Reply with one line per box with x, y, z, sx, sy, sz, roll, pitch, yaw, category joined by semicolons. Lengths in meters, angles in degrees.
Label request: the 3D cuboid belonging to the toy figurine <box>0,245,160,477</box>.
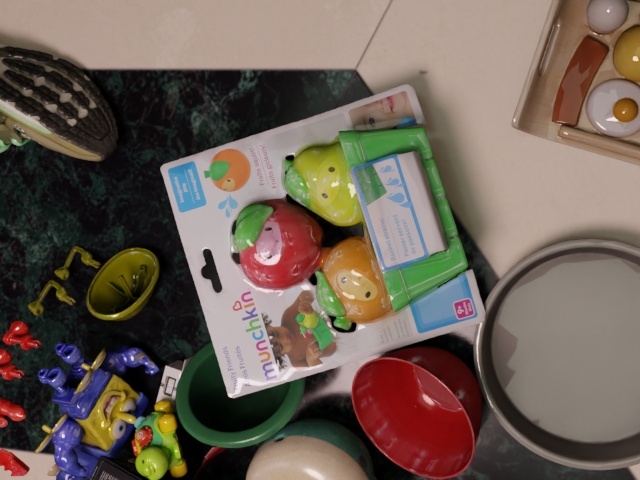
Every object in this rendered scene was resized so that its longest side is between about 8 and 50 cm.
-0.334;0.208;1.242;0.191;0.217;0.363;3;49;28;toy figurine

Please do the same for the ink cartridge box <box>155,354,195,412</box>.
-0.210;0.205;1.246;0.028;0.048;0.083;17;96;12;ink cartridge box

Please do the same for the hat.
-0.099;0.246;1.209;0.208;0.183;0.173;-2;53;17;hat

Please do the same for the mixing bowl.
0.142;0.207;1.112;0.181;0.098;0.181;22;128;30;mixing bowl

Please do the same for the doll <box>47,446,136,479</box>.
-0.314;0.378;1.282;0.189;0.046;0.129;35;92;10;doll

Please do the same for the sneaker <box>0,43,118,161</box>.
-0.486;-0.193;1.282;0.410;0.158;0.182;25;130;11;sneaker

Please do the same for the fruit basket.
0.000;0.000;1.099;0.353;0.165;0.327;-16;86;-2;fruit basket

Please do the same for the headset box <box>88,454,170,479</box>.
-0.210;0.458;1.119;0.283;0.131;0.246;16;76;31;headset box

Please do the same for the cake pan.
0.346;0.143;1.094;0.293;0.054;0.293;1;93;15;cake pan

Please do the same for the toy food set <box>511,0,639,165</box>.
0.415;-0.201;1.040;0.306;0.092;0.220;19;97;14;toy food set

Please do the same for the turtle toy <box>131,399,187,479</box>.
-0.225;0.284;1.175;0.066;0.130;0.095;-13;105;-13;turtle toy

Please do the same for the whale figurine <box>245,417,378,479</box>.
0.019;0.359;1.166;0.216;0.141;0.272;-23;110;30;whale figurine
